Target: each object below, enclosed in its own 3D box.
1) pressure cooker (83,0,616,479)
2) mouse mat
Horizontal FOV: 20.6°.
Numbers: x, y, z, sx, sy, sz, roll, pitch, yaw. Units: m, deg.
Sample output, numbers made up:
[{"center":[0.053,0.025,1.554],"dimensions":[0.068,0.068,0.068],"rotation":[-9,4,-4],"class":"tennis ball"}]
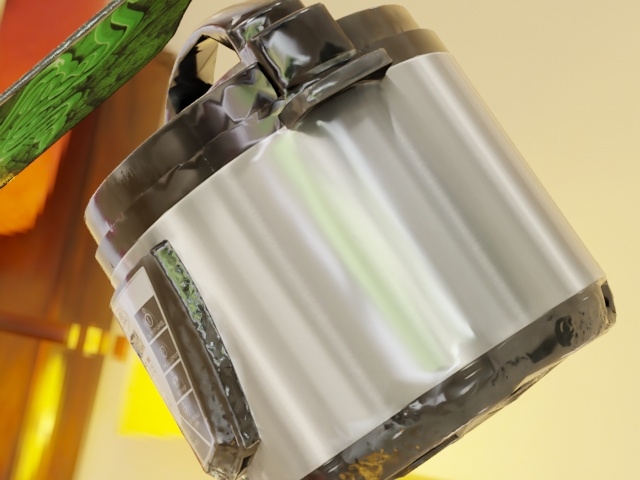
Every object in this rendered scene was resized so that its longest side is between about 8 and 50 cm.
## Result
[{"center":[0.004,-0.002,1.528],"dimensions":[0.370,0.420,0.375],"rotation":[-36,173,25],"class":"pressure cooker"},{"center":[-0.098,-0.052,0.662],"dimensions":[0.152,0.007,0.189],"rotation":[-43,-179,-17],"class":"mouse mat"}]
